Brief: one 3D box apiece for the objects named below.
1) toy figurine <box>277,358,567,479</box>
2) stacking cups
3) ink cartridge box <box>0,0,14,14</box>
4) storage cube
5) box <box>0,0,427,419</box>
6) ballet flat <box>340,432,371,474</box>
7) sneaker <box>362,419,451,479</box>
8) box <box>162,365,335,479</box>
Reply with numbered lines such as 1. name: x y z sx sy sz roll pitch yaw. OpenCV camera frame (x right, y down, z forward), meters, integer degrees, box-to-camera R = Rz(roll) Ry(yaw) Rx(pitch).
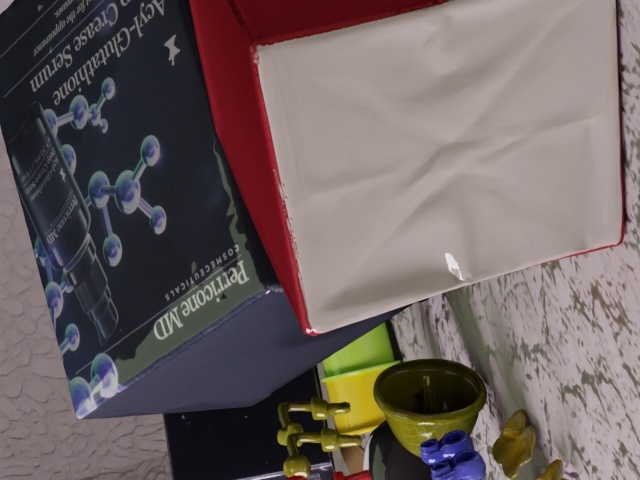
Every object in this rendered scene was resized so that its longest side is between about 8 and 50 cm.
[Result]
1. toy figurine: 0.093 0.253 1.351 0.362 0.191 0.217 -122 13 -73
2. stacking cups: 0.017 0.053 1.909 0.096 0.096 0.316 119 136 -81
3. ink cartridge box: -0.261 -0.320 2.118 0.279 0.384 0.160 -115 11 -58
4. storage cube: 0.040 -0.095 0.932 0.193 0.183 0.215 -115 12 -51
5. box: -0.107 -0.077 1.565 0.293 0.212 0.396 -35 66 42
6. ballet flat: 0.054 0.199 2.039 0.073 0.080 0.232 102 154 -44
7. sneaker: 0.130 0.289 1.579 0.124 0.107 0.283 -7 102 69
8. box: -0.090 0.165 2.066 0.312 0.178 0.343 79 180 -65
